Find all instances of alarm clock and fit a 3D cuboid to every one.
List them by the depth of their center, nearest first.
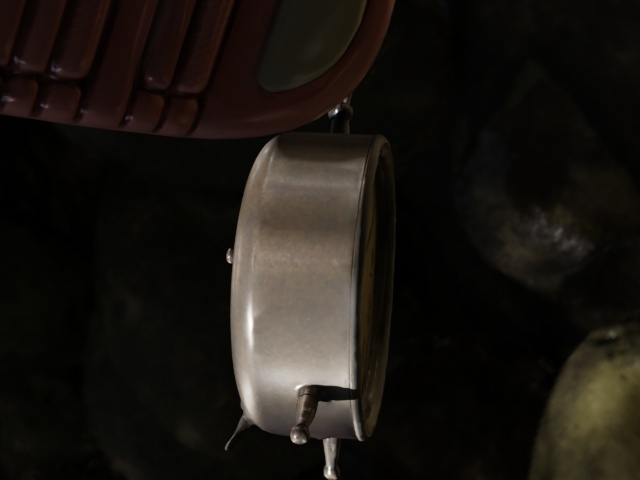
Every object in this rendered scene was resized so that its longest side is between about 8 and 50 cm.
[{"bbox_3d":[0.000,0.000,0.614,0.064,0.192,0.129,6,163,9],"label":"alarm clock"}]

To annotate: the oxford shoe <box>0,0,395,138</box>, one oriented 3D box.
[{"bbox_3d":[-0.172,-0.123,0.374,0.397,0.140,0.146,21,169,-10],"label":"oxford shoe"}]
